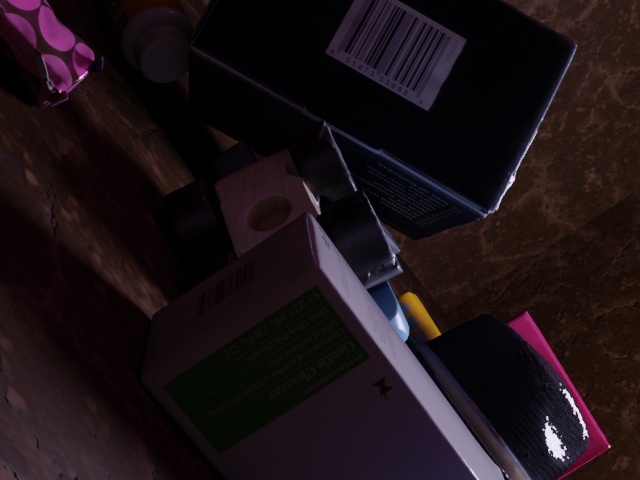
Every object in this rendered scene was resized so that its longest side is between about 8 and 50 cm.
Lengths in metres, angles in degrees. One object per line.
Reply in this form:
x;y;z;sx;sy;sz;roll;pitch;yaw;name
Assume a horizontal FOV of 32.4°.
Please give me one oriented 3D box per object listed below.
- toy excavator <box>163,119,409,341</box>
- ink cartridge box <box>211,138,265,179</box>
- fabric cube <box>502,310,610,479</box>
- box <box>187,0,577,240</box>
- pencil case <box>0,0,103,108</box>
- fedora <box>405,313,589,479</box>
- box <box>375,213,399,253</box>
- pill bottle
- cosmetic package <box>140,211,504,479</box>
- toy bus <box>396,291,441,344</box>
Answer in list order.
0.032;0.145;1.343;0.445;0.222;0.433;61;4;-44;toy excavator
-0.095;-0.075;1.858;0.127;0.072;0.175;59;9;26;ink cartridge box
0.296;0.302;1.886;0.258;0.259;0.254;58;-5;8;fabric cube
0.063;-0.245;1.714;0.480;0.297;0.472;29;-8;-4;box
-0.315;-0.230;1.092;0.209;0.095;0.098;50;25;-29;pencil case
0.247;0.219;1.471;0.334;0.152;0.334;53;0;-1;fedora
0.000;0.000;1.728;0.233;0.183;0.059;44;14;-54;box
-0.269;-0.343;1.720;0.117;0.117;0.215;47;12;-50;pill bottle
0.018;0.182;1.053;0.365;0.197;0.155;52;9;-18;cosmetic package
0.209;0.272;2.094;0.332;0.130;0.108;58;8;15;toy bus
